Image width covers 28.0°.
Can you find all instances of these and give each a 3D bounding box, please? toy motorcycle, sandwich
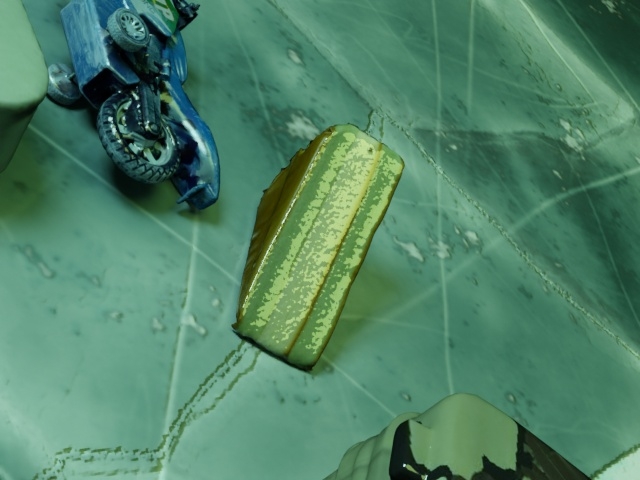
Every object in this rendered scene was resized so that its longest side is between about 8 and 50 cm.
[{"bbox_3d":[-0.143,-0.143,1.026,0.135,0.092,0.254,13,51,-49],"label":"toy motorcycle"},{"bbox_3d":[0.000,0.000,0.982,0.079,0.113,0.163,31,36,-16],"label":"sandwich"}]

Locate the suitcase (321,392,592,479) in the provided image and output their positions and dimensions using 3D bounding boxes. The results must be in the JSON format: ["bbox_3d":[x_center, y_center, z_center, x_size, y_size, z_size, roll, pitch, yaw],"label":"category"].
[{"bbox_3d":[0.114,0.298,0.699,0.339,0.194,0.351,38,35,-17],"label":"suitcase"}]

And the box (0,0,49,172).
[{"bbox_3d":[-0.401,-0.219,0.834,0.396,0.111,0.396,5,48,-42],"label":"box"}]
